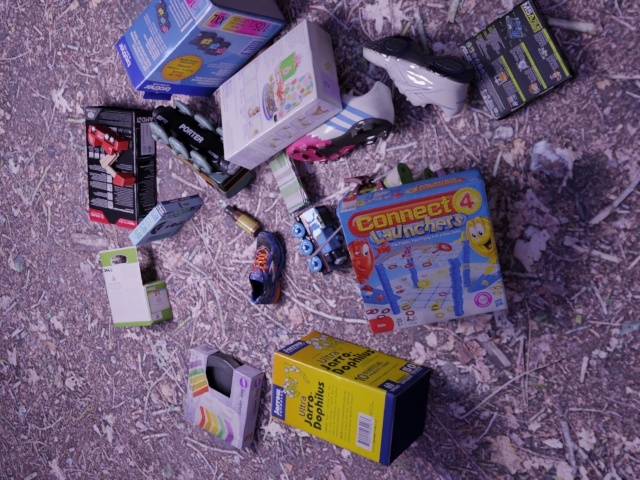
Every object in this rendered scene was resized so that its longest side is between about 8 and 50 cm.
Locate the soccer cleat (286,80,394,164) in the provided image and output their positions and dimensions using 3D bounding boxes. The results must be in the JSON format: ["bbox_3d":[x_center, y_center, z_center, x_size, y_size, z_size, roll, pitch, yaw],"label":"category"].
[{"bbox_3d":[0.050,-0.287,1.689,0.331,0.116,0.143,-13,65,42],"label":"soccer cleat"}]

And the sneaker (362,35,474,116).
[{"bbox_3d":[0.206,-0.371,1.551,0.297,0.111,0.129,37,145,34],"label":"sneaker"}]

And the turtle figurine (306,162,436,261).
[{"bbox_3d":[0.144,-0.051,1.602,0.198,0.274,0.266,36,136,-21],"label":"turtle figurine"}]

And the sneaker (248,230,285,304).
[{"bbox_3d":[-0.155,0.082,1.909,0.083,0.087,0.221,9,105,32],"label":"sneaker"}]

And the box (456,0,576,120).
[{"bbox_3d":[0.409,-0.379,1.448,0.184,0.045,0.190,-30,82,33],"label":"box"}]

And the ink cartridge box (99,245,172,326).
[{"bbox_3d":[-0.598,0.144,2.221,0.189,0.097,0.255,-7,95,36],"label":"ink cartridge box"}]

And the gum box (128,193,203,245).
[{"bbox_3d":[-0.458,-0.061,2.040,0.184,0.157,0.041,-40,78,33],"label":"gum box"}]

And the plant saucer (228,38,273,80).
[{"bbox_3d":[-0.213,-0.511,1.847,0.199,0.036,0.198,8,106,32],"label":"plant saucer"}]

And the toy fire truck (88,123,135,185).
[{"bbox_3d":[-0.631,-0.258,2.068,0.192,0.047,0.135,30,116,26],"label":"toy fire truck"}]

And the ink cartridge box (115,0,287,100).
[{"bbox_3d":[-0.320,-0.501,1.733,0.396,0.270,0.151,-32,77,35],"label":"ink cartridge box"}]

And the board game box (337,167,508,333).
[{"bbox_3d":[0.223,0.028,1.482,0.309,0.086,0.301,-13,112,11],"label":"board game box"}]

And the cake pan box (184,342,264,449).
[{"bbox_3d":[-0.299,0.472,2.109,0.246,0.070,0.266,20,111,27],"label":"cake pan box"}]

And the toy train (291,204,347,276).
[{"bbox_3d":[0.000,0.000,1.792,0.105,0.080,0.184,-31,83,29],"label":"toy train"}]

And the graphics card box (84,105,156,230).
[{"bbox_3d":[-0.627,-0.231,2.157,0.233,0.094,0.370,11,108,33],"label":"graphics card box"}]

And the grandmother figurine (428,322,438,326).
[{"bbox_3d":[0.266,0.028,1.579,0.104,0.208,0.342,-122,46,-58],"label":"grandmother figurine"}]

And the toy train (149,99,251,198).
[{"bbox_3d":[-0.334,-0.252,1.902,0.334,0.142,0.190,35,162,27],"label":"toy train"}]

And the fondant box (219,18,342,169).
[{"bbox_3d":[-0.108,-0.357,1.718,0.330,0.096,0.238,-28,58,36],"label":"fondant box"}]

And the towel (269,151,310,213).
[{"bbox_3d":[-0.087,-0.152,1.824,0.113,0.023,0.152,-25,88,58],"label":"towel"}]

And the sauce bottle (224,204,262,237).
[{"bbox_3d":[-0.221,-0.057,1.952,0.128,0.042,0.042,37,119,25],"label":"sauce bottle"}]

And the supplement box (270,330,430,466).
[{"bbox_3d":[0.072,0.391,1.757,0.357,0.194,0.195,13,108,31],"label":"supplement box"}]

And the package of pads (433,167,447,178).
[{"bbox_3d":[0.282,-0.122,1.598,0.050,0.032,0.083,-32,81,36],"label":"package of pads"}]
